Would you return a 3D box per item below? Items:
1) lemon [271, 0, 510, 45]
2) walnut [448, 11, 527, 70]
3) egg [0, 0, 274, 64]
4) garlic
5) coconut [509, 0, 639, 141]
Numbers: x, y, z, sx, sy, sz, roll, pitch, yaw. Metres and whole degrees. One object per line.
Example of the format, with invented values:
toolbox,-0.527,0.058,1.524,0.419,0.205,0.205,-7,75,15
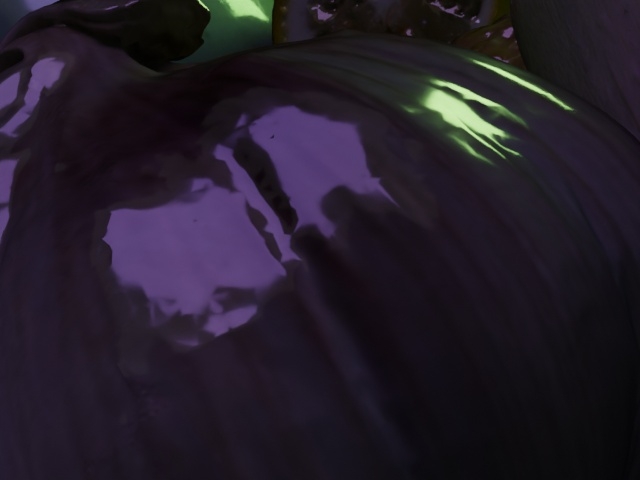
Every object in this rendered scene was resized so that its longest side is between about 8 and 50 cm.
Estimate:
lemon,0.094,-0.152,1.290,0.240,0.240,0.219,-15,-17,25
walnut,0.123,-0.045,0.879,0.184,0.155,0.155,-22,11,-24
egg,-0.198,-0.102,1.403,0.389,0.276,0.276,-13,12,18
garlic,-0.018,0.045,0.571,0.322,0.241,0.322,-6,30,4
coconut,0.199,-0.066,0.706,0.227,0.230,0.227,-18,-11,-4
